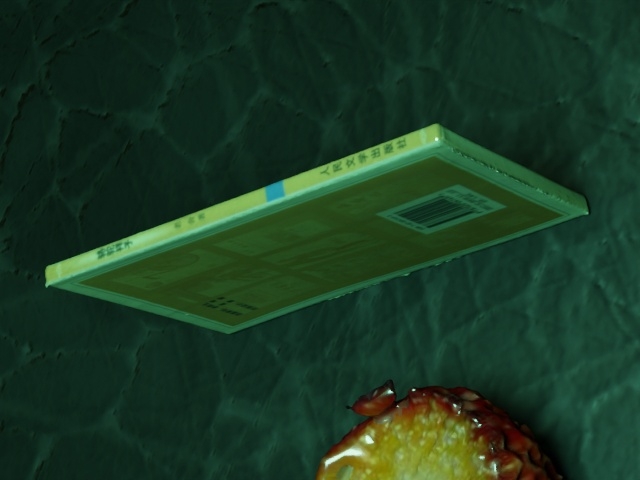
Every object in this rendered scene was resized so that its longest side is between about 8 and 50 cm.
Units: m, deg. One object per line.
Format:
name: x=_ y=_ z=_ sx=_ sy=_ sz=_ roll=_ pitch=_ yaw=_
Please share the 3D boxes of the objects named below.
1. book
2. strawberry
book: x=0.000 y=-0.001 z=1.004 sx=0.241 sy=0.170 sz=0.018 roll=-18 pitch=70 yaw=28
strawberry: x=0.061 y=0.145 z=0.972 sx=0.145 sy=0.086 sz=0.145 roll=-11 pitch=69 yaw=31
